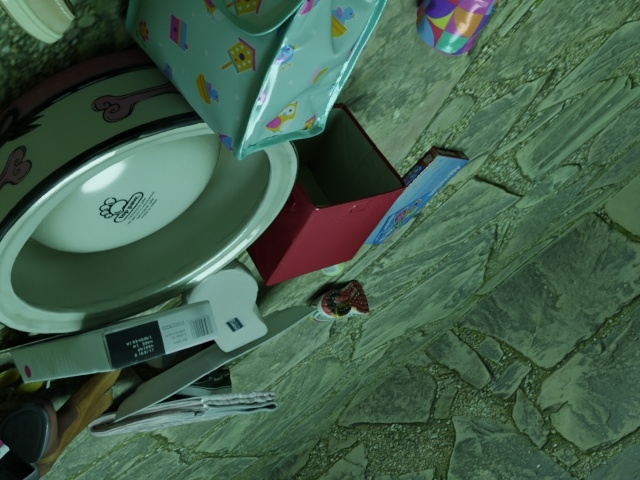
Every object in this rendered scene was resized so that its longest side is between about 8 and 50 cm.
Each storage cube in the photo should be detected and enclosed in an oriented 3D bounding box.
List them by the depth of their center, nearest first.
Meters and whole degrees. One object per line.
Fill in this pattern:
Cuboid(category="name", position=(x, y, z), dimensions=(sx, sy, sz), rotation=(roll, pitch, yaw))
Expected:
Cuboid(category="storage cube", position=(-0.020, -0.072, 1.216), dimensions=(0.215, 0.183, 0.193), rotation=(-16, 152, -40))

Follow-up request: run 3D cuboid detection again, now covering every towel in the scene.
Cuboid(category="towel", position=(-0.306, 0.398, 1.797), dimensions=(0.317, 0.053, 0.332), rotation=(-15, 165, 23))

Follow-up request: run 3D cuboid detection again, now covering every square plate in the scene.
Cuboid(category="square plate", position=(-0.220, 0.242, 1.616), dimensions=(0.347, 0.049, 0.344), rotation=(-32, 175, 36))

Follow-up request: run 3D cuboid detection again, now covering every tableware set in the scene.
Cuboid(category="tableware set", position=(-0.534, 0.242, 1.344), dimensions=(0.154, 0.024, 0.104), rotation=(-15, 148, -39))

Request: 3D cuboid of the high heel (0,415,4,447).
Cuboid(category="high heel", position=(-0.620, 0.305, 1.223), dimensions=(0.181, 0.127, 0.377), rotation=(-30, 169, -12))

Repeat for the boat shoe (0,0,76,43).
Cuboid(category="boat shoe", position=(-0.244, -0.271, 0.589), dimensions=(0.098, 0.109, 0.302), rotation=(-31, 153, -8))

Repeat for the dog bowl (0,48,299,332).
Cuboid(category="dog bowl", position=(-0.237, -0.061, 0.960), dimensions=(0.408, 0.150, 0.408), rotation=(-28, 159, -12))

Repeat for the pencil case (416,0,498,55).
Cuboid(category="pencil case", position=(0.210, -0.368, 1.061), dimensions=(0.104, 0.104, 0.236), rotation=(-21, 152, -32))

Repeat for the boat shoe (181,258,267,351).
Cuboid(category="boat shoe", position=(-0.180, 0.066, 1.309), dimensions=(0.127, 0.158, 0.340), rotation=(-24, 156, -10))

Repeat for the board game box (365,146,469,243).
Cuboid(category="board game box", position=(0.189, -0.091, 1.693), dimensions=(0.281, 0.027, 0.145), rotation=(-46, 154, 27))

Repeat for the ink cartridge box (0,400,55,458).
Cuboid(category="ink cartridge box", position=(-0.595, 0.386, 1.545), dimensions=(0.145, 0.045, 0.179), rotation=(-24, 166, -28))

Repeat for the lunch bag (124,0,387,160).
Cuboid(category="lunch bag", position=(-0.063, -0.246, 0.737), dimensions=(0.160, 0.223, 0.262), rotation=(-25, 156, -36))

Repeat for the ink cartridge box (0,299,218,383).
Cuboid(category="ink cartridge box", position=(-0.333, 0.158, 1.181), dimensions=(0.176, 0.069, 0.371), rotation=(-14, -179, -44))

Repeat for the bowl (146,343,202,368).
Cuboid(category="bowl", position=(-0.290, 0.204, 1.576), dimensions=(0.142, 0.053, 0.142), rotation=(-24, 157, -24))

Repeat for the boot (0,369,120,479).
Cuboid(category="boot", position=(-0.447, 0.306, 1.422), dimensions=(0.280, 0.096, 0.264), rotation=(-43, 160, -49))

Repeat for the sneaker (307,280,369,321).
Cuboid(category="sneaker", position=(0.045, 0.157, 1.951), dimensions=(0.093, 0.088, 0.225), rotation=(-24, 166, 31))

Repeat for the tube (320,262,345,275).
Cuboid(category="tube", position=(0.000, 0.000, 1.579), dimensions=(0.240, 0.062, 0.070), rotation=(61, 41, -64))

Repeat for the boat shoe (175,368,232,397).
Cuboid(category="boat shoe", position=(-0.276, 0.334, 1.848), dimensions=(0.078, 0.070, 0.219), rotation=(1, 173, 18))
